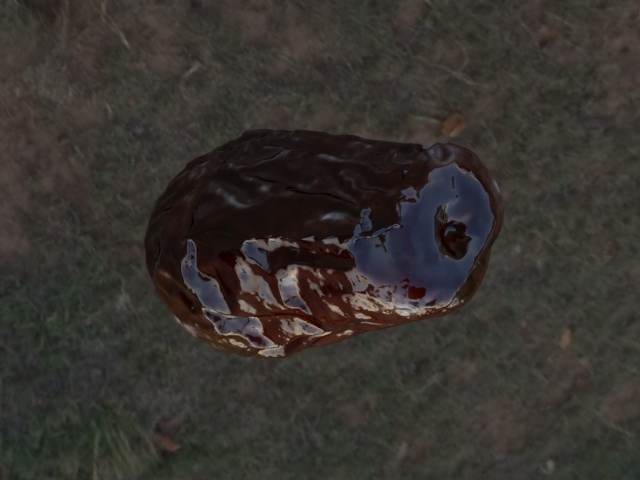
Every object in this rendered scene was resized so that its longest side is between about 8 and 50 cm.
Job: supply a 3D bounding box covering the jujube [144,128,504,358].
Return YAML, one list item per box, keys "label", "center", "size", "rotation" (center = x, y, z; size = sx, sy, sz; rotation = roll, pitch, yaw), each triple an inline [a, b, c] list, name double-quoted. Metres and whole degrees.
- label: "jujube"
  center: [0.000, 0.000, 0.844]
  size: [0.216, 0.342, 0.216]
  rotation: [7, 79, -40]
